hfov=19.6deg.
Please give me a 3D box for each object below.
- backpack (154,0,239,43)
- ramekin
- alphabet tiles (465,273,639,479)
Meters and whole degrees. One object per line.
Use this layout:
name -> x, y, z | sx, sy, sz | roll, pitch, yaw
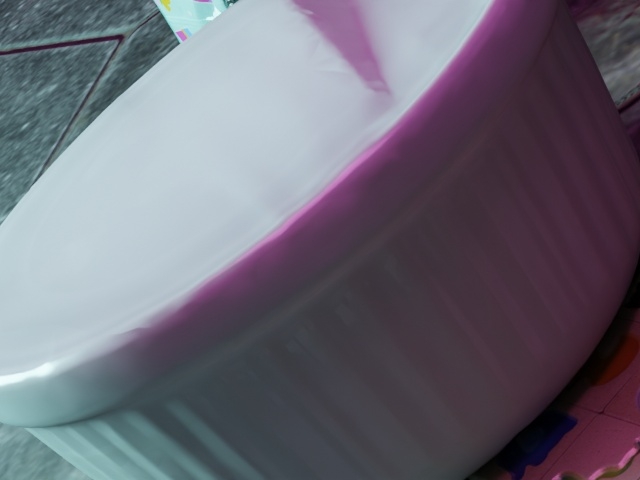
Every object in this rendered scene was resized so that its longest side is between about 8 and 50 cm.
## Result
backpack -> -0.007, -0.158, 0.933 | 0.144, 0.188, 0.166 | -3, 41, 53
ramekin -> 0.000, 0.000, 0.707 | 0.273, 0.127, 0.273 | -34, 22, 16
alphabet tiles -> 0.150, 0.040, 0.582 | 0.237, 0.009, 0.198 | -46, 25, -16
